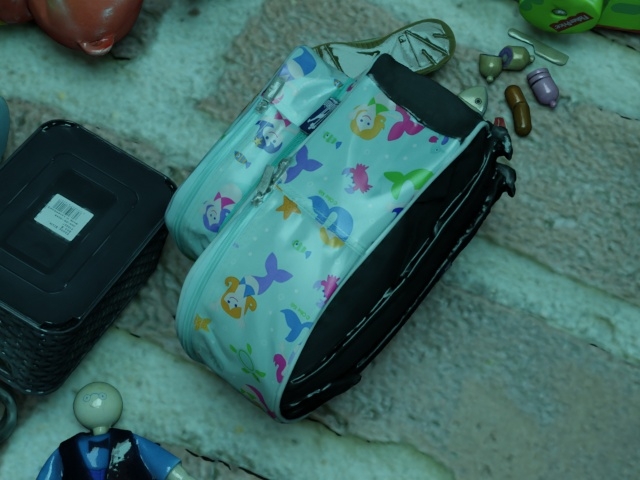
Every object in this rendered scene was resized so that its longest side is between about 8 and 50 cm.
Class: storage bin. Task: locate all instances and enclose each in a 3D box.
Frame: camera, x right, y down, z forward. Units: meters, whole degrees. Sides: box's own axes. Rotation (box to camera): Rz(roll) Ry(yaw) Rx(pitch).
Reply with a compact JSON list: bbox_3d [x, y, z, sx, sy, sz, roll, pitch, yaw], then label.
[{"bbox_3d":[-0.199,0.009,1.124,0.122,0.084,0.180,30,48,5],"label":"storage bin"}]

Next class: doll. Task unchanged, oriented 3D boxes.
[{"bbox_3d":[-0.152,0.194,1.118,0.129,0.046,0.189,-13,65,4],"label":"doll"}]

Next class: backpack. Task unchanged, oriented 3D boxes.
[{"bbox_3d":[0.000,0.000,1.099,0.191,0.225,0.253,31,83,12],"label":"backpack"}]

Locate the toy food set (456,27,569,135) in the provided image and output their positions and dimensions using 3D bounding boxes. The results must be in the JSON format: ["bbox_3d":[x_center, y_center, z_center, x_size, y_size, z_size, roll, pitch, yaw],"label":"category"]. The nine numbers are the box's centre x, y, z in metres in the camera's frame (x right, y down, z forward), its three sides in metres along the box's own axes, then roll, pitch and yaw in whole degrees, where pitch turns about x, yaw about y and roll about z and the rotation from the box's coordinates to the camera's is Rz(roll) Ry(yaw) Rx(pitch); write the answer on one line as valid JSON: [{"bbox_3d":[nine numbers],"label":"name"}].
[{"bbox_3d":[0.154,-0.119,1.249,0.078,0.019,0.122,28,72,8],"label":"toy food set"}]

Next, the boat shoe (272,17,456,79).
[{"bbox_3d":[0.036,-0.140,1.247,0.153,0.048,0.056,-21,85,-1],"label":"boat shoe"}]

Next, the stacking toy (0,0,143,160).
[{"bbox_3d":[-0.254,-0.149,1.118,0.130,0.279,0.309,28,77,10],"label":"stacking toy"}]

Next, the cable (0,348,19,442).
[{"bbox_3d":[-0.338,0.149,1.141,0.287,0.072,0.139,-43,94,-2],"label":"cable"}]

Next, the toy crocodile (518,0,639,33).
[{"bbox_3d":[0.266,-0.210,1.250,0.341,0.105,0.115,12,71,-2],"label":"toy crocodile"}]
